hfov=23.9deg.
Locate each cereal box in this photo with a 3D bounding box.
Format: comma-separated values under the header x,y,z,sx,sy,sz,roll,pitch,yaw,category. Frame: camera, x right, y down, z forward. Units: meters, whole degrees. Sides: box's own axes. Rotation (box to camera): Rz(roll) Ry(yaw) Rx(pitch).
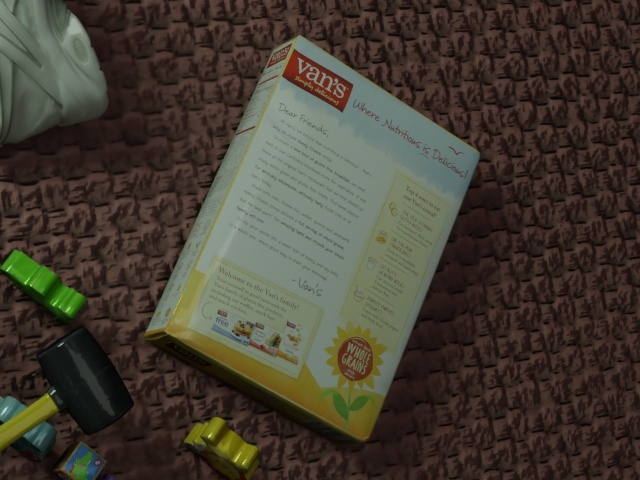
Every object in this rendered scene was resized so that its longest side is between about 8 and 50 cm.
x,y,z,sx,sy,sz,roll,pitch,yaw,category
0.000,0.000,1.069,0.173,0.047,0.240,32,68,-21,cereal box

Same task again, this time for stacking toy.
x,y,z,sx,sy,sz,roll,pitch,yaw,category
-0.162,0.140,0.961,0.221,0.052,0.167,42,63,-14,stacking toy

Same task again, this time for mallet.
x,y,z,sx,sy,sz,roll,pitch,yaw,category
-0.194,0.132,0.899,0.189,0.039,0.062,-42,96,-24,mallet

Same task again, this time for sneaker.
x,y,z,sx,sy,sz,roll,pitch,yaw,category
-0.217,-0.153,0.924,0.115,0.090,0.232,-31,120,-19,sneaker
